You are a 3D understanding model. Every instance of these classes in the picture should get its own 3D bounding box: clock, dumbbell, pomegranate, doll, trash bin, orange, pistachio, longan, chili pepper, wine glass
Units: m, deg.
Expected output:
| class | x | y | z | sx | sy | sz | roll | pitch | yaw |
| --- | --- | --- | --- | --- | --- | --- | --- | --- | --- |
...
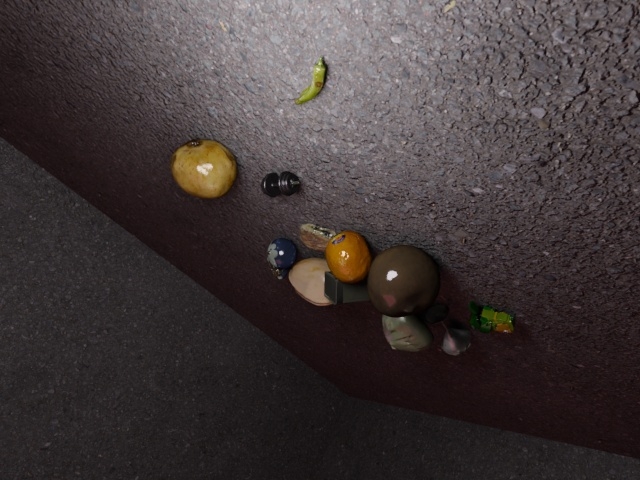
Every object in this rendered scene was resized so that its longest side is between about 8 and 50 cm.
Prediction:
| class | x | y | z | sx | sy | sz | roll | pitch | yaw |
| --- | --- | --- | --- | --- | --- | --- | --- | --- | --- |
| clock | -0.199 | 0.081 | 2.100 | 0.243 | 0.147 | 0.199 | 116 | 136 | -66 |
| dumbbell | -0.160 | -0.220 | 1.634 | 0.209 | 0.099 | 0.099 | 1 | 141 | 39 |
| pomegranate | -0.462 | -0.282 | 1.661 | 0.261 | 0.260 | 0.260 | 22 | 150 | 13 |
| doll | 0.709 | 0.330 | 1.734 | 0.186 | 0.106 | 0.134 | 15 | 137 | 24 |
| trash bin | 0.152 | 0.206 | 1.874 | 0.241 | 0.122 | 0.164 | -1 | -172 | -20 |
| orange | 0.118 | 0.069 | 1.722 | 0.219 | 0.193 | 0.219 | 50 | -169 | -13 |
| pistachio | -0.008 | 0.208 | 2.052 | 0.309 | 0.229 | 0.229 | 14 | 148 | 29 |
| longan | 0.316 | 0.160 | 1.622 | 0.297 | 0.297 | 0.297 | 22 | 150 | 13 |
| chili pepper | -0.025 | -0.445 | 1.218 | 0.049 | 0.043 | 0.208 | 23 | 154 | -15 |
| wine glass | 0.586 | 0.406 | 1.939 | 0.156 | 0.156 | 0.232 | -5 | 132 | 46 |

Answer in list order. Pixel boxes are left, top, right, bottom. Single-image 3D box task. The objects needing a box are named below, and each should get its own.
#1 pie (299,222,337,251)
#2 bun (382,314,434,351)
| class | x | y | z | sx | sy | sz | roll | pitch | yaw |
| --- | --- | --- | --- | --- | --- | --- | --- | --- | --- |
| pie | -0.001 | 0.003 | 1.897 | 0.218 | 0.052 | 0.185 | 17 | 147 | 16 |
| bun | 0.397 | 0.439 | 2.031 | 0.293 | 0.187 | 0.293 | 46 | 170 | 10 |
